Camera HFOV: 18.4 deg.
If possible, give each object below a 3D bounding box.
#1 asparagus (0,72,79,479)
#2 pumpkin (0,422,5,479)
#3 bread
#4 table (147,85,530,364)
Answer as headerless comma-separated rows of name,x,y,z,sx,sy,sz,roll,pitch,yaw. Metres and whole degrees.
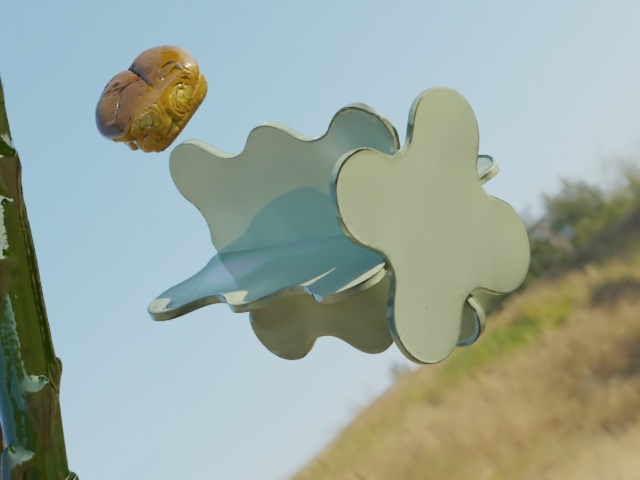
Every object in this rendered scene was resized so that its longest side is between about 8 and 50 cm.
asparagus,-0.095,0.030,0.605,0.027,0.236,0.034,-10,-14,-15
pumpkin,-0.234,0.190,1.151,0.254,0.149,0.130,-50,6,-8
bread,-0.115,-0.097,1.358,0.083,0.046,0.081,-32,35,14
table,0.000,0.000,1.215,0.198,0.166,0.166,-9,18,46
